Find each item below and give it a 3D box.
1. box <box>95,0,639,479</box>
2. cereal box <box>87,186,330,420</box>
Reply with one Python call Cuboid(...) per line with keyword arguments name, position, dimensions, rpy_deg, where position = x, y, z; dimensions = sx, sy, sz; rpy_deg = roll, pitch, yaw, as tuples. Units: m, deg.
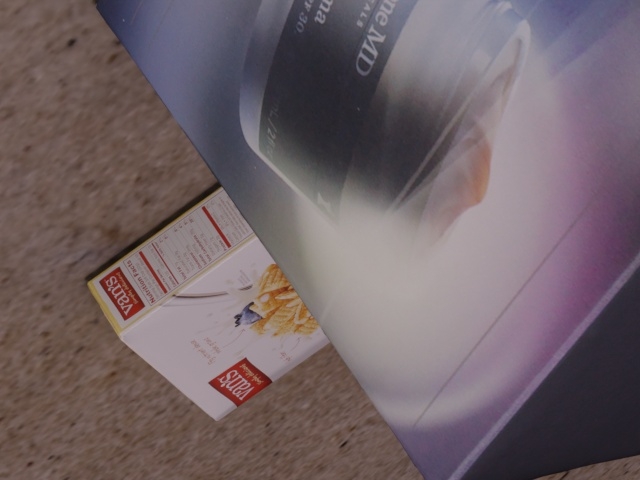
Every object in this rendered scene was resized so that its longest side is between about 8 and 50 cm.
Cuboid(name="box", position=(0.098, -0.105, 0.783), dimensions=(0.183, 0.294, 0.296), rpy_deg=(-7, 141, -45))
Cuboid(name="cereal box", position=(0.000, 0.000, 1.115), dimensions=(0.240, 0.047, 0.173), rpy_deg=(-36, 154, 1))
